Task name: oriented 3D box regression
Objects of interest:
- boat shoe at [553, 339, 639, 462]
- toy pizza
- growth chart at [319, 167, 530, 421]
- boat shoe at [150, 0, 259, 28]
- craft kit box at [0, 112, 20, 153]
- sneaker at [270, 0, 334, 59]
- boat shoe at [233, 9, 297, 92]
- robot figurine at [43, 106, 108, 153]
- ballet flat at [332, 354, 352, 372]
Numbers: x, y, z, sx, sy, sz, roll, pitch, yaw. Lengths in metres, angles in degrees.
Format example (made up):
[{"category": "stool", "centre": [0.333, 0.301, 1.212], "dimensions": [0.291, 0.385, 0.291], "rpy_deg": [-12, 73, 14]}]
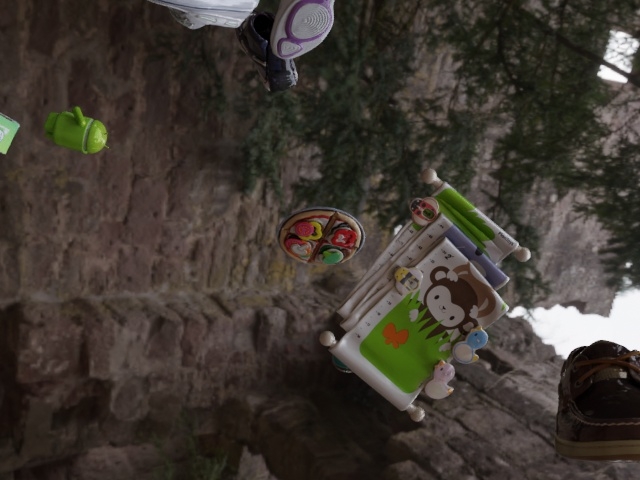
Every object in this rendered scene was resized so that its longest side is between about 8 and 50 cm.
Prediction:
[{"category": "boat shoe", "centre": [0.344, 0.184, 0.790], "dimensions": [0.123, 0.342, 0.123], "rpy_deg": [-7, -96, 19]}, {"category": "toy pizza", "centre": [0.000, 0.000, 1.472], "dimensions": [0.201, 0.201, 0.032], "rpy_deg": [-51, -152, 42]}, {"category": "growth chart", "centre": [0.115, 0.066, 0.692], "dimensions": [0.237, 0.172, 0.021], "rpy_deg": [-56, -171, 6]}, {"category": "boat shoe", "centre": [-0.184, -0.349, 0.960], "dimensions": [0.083, 0.226, 0.075], "rpy_deg": [52, -53, 23]}, {"category": "craft kit box", "centre": [-0.578, -0.209, 0.847], "dimensions": [0.250, 0.246, 0.060], "rpy_deg": [18, -101, 23]}, {"category": "sneaker", "centre": [-0.026, -0.541, 1.419], "dimensions": [0.305, 0.114, 0.152], "rpy_deg": [-62, -145, 7]}, {"category": "boat shoe", "centre": [-0.151, -0.546, 1.681], "dimensions": [0.158, 0.127, 0.340], "rpy_deg": [81, -17, -52]}, {"category": "robot figurine", "centre": [-0.458, -0.203, 1.223], "dimensions": [0.101, 0.115, 0.067], "rpy_deg": [115, -13, -58]}, {"category": "ballet flat", "centre": [0.132, 0.167, 1.188], "dimensions": [0.241, 0.077, 0.091], "rpy_deg": [-36, -116, 4]}]
